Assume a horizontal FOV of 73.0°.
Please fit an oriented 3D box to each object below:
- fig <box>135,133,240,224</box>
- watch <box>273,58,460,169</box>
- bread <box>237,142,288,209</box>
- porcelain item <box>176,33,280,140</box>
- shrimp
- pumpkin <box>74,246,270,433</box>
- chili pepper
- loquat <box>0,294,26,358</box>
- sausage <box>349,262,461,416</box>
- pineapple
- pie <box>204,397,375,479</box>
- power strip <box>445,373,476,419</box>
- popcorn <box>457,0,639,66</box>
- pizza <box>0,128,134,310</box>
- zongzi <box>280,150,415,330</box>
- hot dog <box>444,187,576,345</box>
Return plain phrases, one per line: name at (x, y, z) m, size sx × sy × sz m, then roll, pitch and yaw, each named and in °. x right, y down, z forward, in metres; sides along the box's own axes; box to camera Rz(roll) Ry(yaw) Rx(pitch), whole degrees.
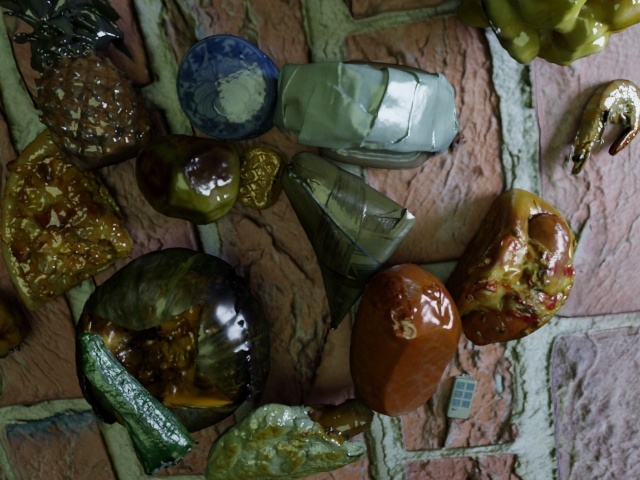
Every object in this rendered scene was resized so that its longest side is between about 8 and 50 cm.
fig at (-0.193, -0.091, 0.673) m, size 0.154 × 0.165 × 0.144 m, roll -32°, pitch 66°, yaw -8°
watch at (0.066, -0.179, 0.589) m, size 0.254 × 0.241 × 0.161 m, roll 5°, pitch 102°, yaw 2°
bread at (-0.102, -0.105, 0.717) m, size 0.083 × 0.044 × 0.110 m, roll 23°, pitch 106°, yaw -1°
porcelain item at (-0.132, -0.226, 0.655) m, size 0.147 × 0.114 × 0.147 m, roll 1°, pitch 102°, yaw 4°
shrimp at (0.447, -0.170, 0.679) m, size 0.095 × 0.045 × 0.162 m, roll 19°, pitch 99°, yaw -22°
pumpkin at (-0.238, 0.164, 0.713) m, size 0.321 × 0.192 × 0.320 m, roll 1°, pitch 106°, yaw 4°
chili pepper at (-0.265, 0.219, 0.604) m, size 0.088 × 0.059 × 0.226 m, roll -26°, pitch 103°, yaw 6°
loquat at (-0.604, 0.159, 0.777) m, size 0.137 × 0.113 × 0.137 m, roll -7°, pitch 115°, yaw -15°
sausage at (0.125, 0.163, 0.690) m, size 0.153 × 0.141 × 0.267 m, roll -3°, pitch 126°, yaw -14°
pineapple at (-0.364, -0.291, 0.635) m, size 0.166 × 0.165 × 0.364 m, roll -15°, pitch 100°, yaw 7°
pie at (-0.054, 0.365, 0.751) m, size 0.275 × 0.105 × 0.257 m, roll 6°, pitch 130°, yaw -21°
power strip at (0.261, 0.292, 0.803) m, size 0.040 × 0.016 × 0.090 m, roll 9°, pitch 103°, yaw 1°
popcorn at (0.272, -0.357, 0.538) m, size 0.215 × 0.252 × 0.286 m, roll -31°, pitch 95°, yaw 23°
pizza at (-0.433, -0.025, 0.737) m, size 0.226 × 0.086 × 0.335 m, roll 18°, pitch 102°, yaw 0°
zongzi at (0.000, 0.000, 0.702) m, size 0.221 × 0.112 × 0.242 m, roll 32°, pitch 104°, yaw -6°
hot dog at (0.293, 0.053, 0.675) m, size 0.150 × 0.153 × 0.256 m, roll 26°, pitch 103°, yaw -3°
